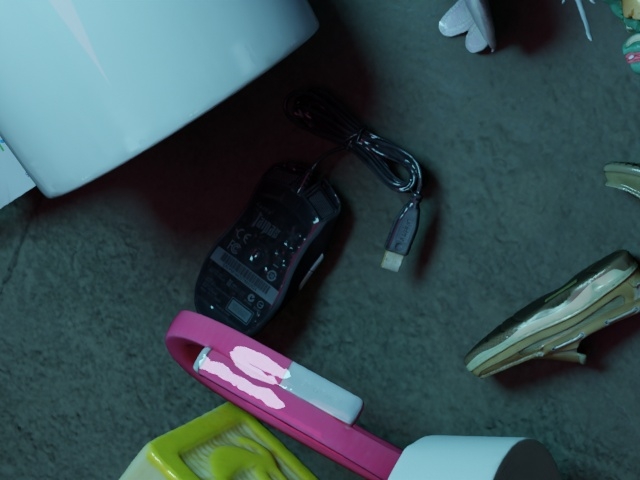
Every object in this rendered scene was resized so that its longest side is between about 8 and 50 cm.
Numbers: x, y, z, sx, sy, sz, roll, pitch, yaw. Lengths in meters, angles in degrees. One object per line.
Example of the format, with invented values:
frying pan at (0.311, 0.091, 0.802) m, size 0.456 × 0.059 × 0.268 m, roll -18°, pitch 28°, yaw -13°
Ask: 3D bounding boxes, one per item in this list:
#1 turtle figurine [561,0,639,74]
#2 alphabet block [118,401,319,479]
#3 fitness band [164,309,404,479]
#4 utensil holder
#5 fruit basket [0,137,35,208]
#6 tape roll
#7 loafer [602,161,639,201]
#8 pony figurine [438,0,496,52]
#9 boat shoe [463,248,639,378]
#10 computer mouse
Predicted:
turtle figurine at (0.282, -0.230, 1.486) m, size 0.175 × 0.118 × 0.234 m, roll 4°, pitch 85°, yaw 10°
alphabet block at (-0.114, 0.307, 1.725) m, size 0.193 × 0.192 × 0.197 m, roll 43°, pitch 115°, yaw 11°
fitness band at (-0.023, 0.159, 1.648) m, size 0.291 × 0.209 × 0.054 m, roll 29°, pitch 79°, yaw 17°
utensil holder at (-0.223, -0.279, 1.569) m, size 0.327 × 0.327 × 0.385 m, roll -28°, pitch 102°, yaw 27°
fruit basket at (-0.441, -0.169, 1.780) m, size 0.327 × 0.165 × 0.353 m, roll -23°, pitch 96°, yaw 51°
tape roll at (0.140, 0.316, 1.553) m, size 0.100 × 0.286 × 0.286 m, roll -2°, pitch 98°, yaw 26°
loafer at (0.314, -0.029, 1.537) m, size 0.148 × 0.056 × 0.050 m, roll 24°, pitch 102°, yaw 20°
pony figurine at (0.079, -0.345, 1.471) m, size 0.303 × 0.351 × 0.363 m, roll 40°, pitch 94°, yaw 11°
boat shoe at (0.221, 0.086, 1.599) m, size 0.190 × 0.068 × 0.072 m, roll -34°, pitch 95°, yaw 26°
computer mouse at (0.000, 0.000, 1.693) m, size 0.184 × 0.060 × 0.262 m, roll 30°, pitch 99°, yaw 23°
